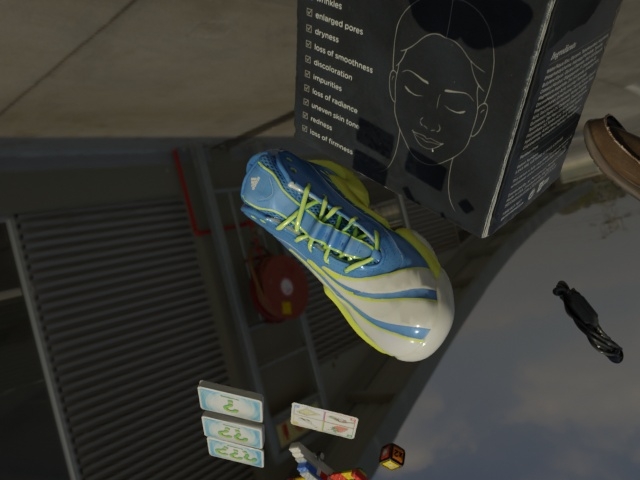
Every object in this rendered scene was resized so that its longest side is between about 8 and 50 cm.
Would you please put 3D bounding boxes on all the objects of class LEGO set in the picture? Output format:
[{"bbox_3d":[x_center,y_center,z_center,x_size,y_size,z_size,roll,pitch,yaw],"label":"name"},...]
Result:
[{"bbox_3d":[-0.029,0.259,0.691,0.244,0.182,0.060,12,-136,6],"label":"LEGO set"}]

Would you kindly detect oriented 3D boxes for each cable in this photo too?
[{"bbox_3d":[0.519,0.162,1.138,0.047,0.184,0.150,-39,166,9],"label":"cable"}]

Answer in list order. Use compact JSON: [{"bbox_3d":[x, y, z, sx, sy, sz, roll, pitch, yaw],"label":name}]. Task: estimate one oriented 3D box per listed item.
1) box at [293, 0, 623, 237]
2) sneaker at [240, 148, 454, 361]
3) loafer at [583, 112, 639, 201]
[{"bbox_3d":[0.215,-0.347,1.032,0.480,0.471,0.297,33,-130,30],"label":"box"},{"bbox_3d":[0.000,0.000,0.458,0.126,0.091,0.240,18,-159,-33],"label":"sneaker"},{"bbox_3d":[0.683,-0.131,1.146,0.134,0.366,0.130,-21,155,-45],"label":"loafer"}]
